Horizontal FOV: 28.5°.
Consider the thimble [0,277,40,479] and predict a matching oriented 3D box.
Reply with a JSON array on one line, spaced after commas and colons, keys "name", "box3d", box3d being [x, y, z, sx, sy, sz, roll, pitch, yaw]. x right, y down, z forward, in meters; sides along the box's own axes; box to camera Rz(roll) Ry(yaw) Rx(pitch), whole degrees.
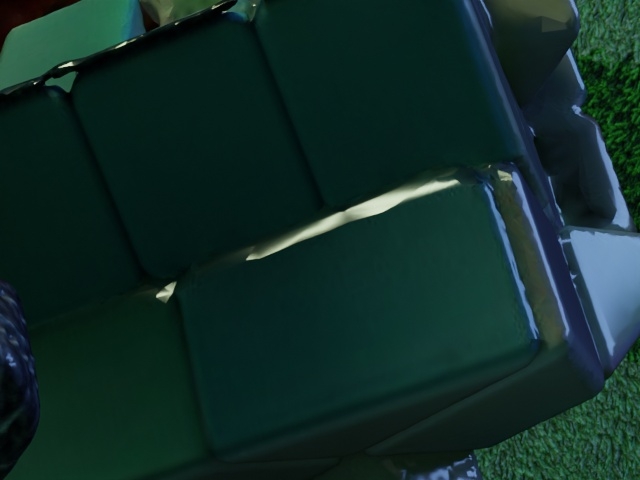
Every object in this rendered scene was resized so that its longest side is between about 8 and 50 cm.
[{"name": "thimble", "box3d": [-0.153, 0.050, 0.431, 0.095, 0.104, 0.066, 48, 7, -39]}]

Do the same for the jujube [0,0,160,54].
[{"name": "jujube", "box3d": [-0.245, -0.190, 1.092, 0.223, 0.318, 0.223, 52, -2, 2]}]

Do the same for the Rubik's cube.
[{"name": "Rubik's cube", "box3d": [0.000, 0.000, 0.692, 0.368, 0.387, 0.358, 42, 32, -66]}]
